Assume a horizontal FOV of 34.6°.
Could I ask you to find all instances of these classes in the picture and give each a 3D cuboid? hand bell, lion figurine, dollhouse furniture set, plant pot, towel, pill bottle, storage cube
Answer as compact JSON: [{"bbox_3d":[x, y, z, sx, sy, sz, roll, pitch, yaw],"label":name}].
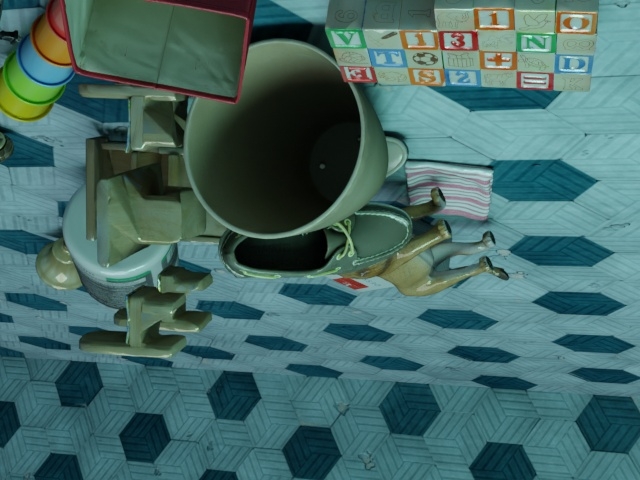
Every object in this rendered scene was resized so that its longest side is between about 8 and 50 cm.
[{"bbox_3d":[-0.538,-0.001,2.210,0.126,0.126,0.242,13,147,-14],"label":"hand bell"},{"bbox_3d":[0.147,0.029,1.757,0.240,0.142,0.392,-27,140,23],"label":"lion figurine"},{"bbox_3d":[-0.286,-0.056,1.546,0.256,0.362,0.394,3,-170,10],"label":"dollhouse furniture set"},{"bbox_3d":[-0.009,-0.122,1.428,0.256,0.256,0.274,0,176,24],"label":"plant pot"},{"bbox_3d":[0.216,-0.081,1.726,0.144,0.029,0.197,5,161,8],"label":"towel"},{"bbox_3d":[-0.380,0.023,2.008,0.204,0.204,0.361,9,160,-3],"label":"pill bottle"},{"bbox_3d":[-0.153,-0.280,1.059,0.183,0.193,0.215,10,162,-5],"label":"storage cube"}]

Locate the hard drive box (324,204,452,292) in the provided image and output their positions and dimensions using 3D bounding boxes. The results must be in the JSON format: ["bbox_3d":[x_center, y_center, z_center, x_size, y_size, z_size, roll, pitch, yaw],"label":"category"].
[{"bbox_3d":[0.106,0.020,1.972,0.181,0.089,0.232,24,156,-37],"label":"hard drive box"}]

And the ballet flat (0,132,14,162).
[{"bbox_3d":[-0.649,-0.179,1.758,0.250,0.084,0.058,10,137,6],"label":"ballet flat"}]

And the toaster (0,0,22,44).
[{"bbox_3d":[-0.503,-0.283,1.306,0.227,0.129,0.146,15,164,-24],"label":"toaster"}]

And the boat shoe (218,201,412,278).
[{"bbox_3d":[0.001,0.005,1.552,0.305,0.109,0.091,-8,-174,-10],"label":"boat shoe"}]

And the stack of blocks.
[{"bbox_3d":[0.161,-0.252,1.166,0.297,0.087,0.171,4,160,13],"label":"stack of blocks"}]

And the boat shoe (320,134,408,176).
[{"bbox_3d":[0.064,-0.129,1.639,0.206,0.075,0.065,-17,-168,42],"label":"boat shoe"}]

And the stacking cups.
[{"bbox_3d":[-0.353,-0.256,1.383,0.096,0.096,0.316,19,156,-28],"label":"stacking cups"}]
